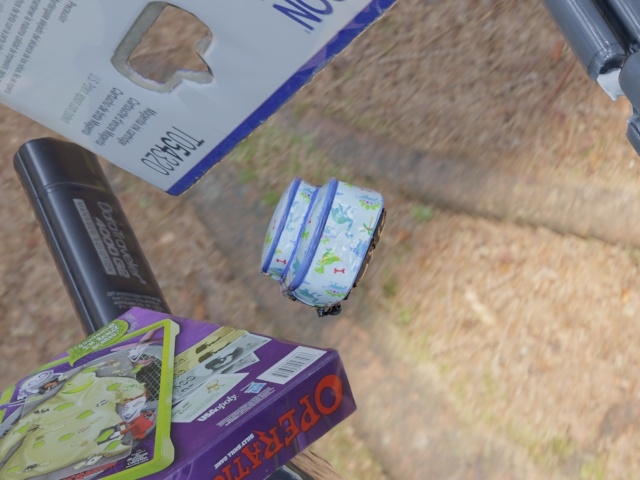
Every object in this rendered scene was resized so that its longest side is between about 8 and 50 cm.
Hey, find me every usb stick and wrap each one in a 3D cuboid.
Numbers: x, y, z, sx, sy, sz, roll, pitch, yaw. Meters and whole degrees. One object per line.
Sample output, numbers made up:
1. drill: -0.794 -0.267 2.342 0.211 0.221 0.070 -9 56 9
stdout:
1. usb stick: -0.171 0.010 1.424 0.077 0.278 0.045 11 120 -33

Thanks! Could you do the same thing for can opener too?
1. can opener: 0.257 -0.180 1.575 0.076 0.095 0.283 -22 66 -16

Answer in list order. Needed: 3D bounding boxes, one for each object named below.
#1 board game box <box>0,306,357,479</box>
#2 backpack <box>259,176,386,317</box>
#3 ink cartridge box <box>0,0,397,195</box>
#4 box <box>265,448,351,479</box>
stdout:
1. board game box: -0.169 0.149 1.043 0.208 0.347 0.056 14 128 47
2. backpack: 0.000 0.000 1.468 0.084 0.114 0.105 20 81 -8
3. ink cartridge box: -0.145 -0.146 0.613 0.330 0.324 0.071 28 74 -11
4. box: -0.063 0.459 1.729 0.472 0.297 0.480 32 88 47
